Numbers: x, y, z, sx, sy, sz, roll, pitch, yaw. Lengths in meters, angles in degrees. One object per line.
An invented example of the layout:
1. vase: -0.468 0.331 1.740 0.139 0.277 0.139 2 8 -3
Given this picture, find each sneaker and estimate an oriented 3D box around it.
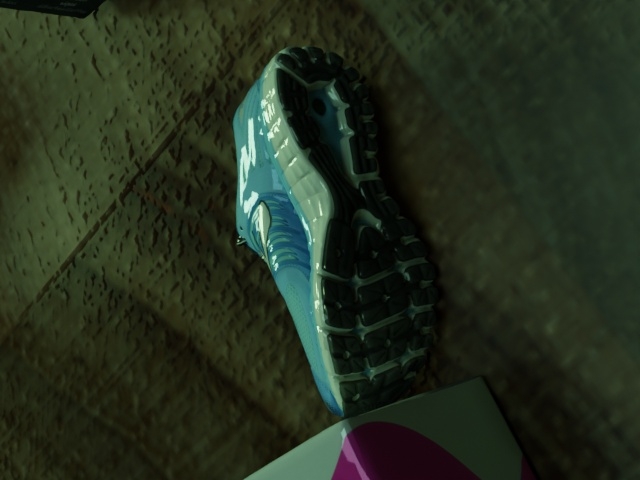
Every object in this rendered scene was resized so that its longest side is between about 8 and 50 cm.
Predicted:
1. sneaker: 0.000 0.000 0.542 0.073 0.063 0.162 -25 75 52

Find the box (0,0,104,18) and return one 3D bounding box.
1. box: -0.099 -0.239 0.528 0.270 0.143 0.165 -32 75 33

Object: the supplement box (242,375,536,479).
1. supplement box: -0.012 0.160 0.522 0.220 0.114 0.111 -36 72 30
